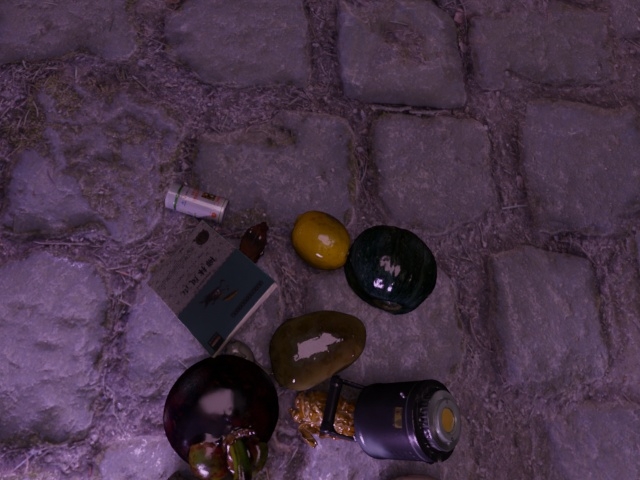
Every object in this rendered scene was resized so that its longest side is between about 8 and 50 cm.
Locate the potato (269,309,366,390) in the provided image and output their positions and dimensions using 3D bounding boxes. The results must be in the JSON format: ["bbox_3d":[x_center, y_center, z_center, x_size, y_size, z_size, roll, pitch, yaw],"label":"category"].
[{"bbox_3d":[-0.009,0.314,1.459,0.307,0.173,0.210,-17,77,-15],"label":"potato"}]

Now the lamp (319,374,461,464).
[{"bbox_3d":[0.228,0.477,1.319,0.374,0.272,0.205,24,56,-14],"label":"lamp"}]

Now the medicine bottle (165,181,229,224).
[{"bbox_3d":[-0.387,-0.117,1.557,0.183,0.086,0.086,17,74,-5],"label":"medicine bottle"}]

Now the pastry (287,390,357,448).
[{"bbox_3d":[0.029,0.526,1.446,0.250,0.102,0.154,8,76,-9],"label":"pastry"}]

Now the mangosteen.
[{"bbox_3d":[-0.255,0.467,1.288,0.306,0.359,0.306,-3,104,-12],"label":"mangosteen"}]

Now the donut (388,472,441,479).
[{"bbox_3d":[0.259,0.851,1.376,0.383,0.142,0.382,2,76,-8],"label":"donut"}]

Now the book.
[{"bbox_3d":[-0.321,0.124,1.412,0.379,0.031,0.264,34,81,36],"label":"book"}]

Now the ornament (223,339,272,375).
[{"bbox_3d":[-0.220,0.358,1.464,0.156,0.081,0.075,42,69,-1],"label":"ornament"}]

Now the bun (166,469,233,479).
[{"bbox_3d":[-0.312,0.717,1.266,0.282,0.204,0.281,2,53,-2],"label":"bun"}]

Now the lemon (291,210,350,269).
[{"bbox_3d":[0.000,0.000,1.549,0.207,0.170,0.170,33,73,8],"label":"lemon"}]

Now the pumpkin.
[{"bbox_3d":[0.235,0.077,1.549,0.293,0.197,0.263,24,71,-5],"label":"pumpkin"}]

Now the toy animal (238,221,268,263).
[{"bbox_3d":[-0.253,0.076,1.492,0.097,0.157,0.312,32,72,1],"label":"toy animal"}]
